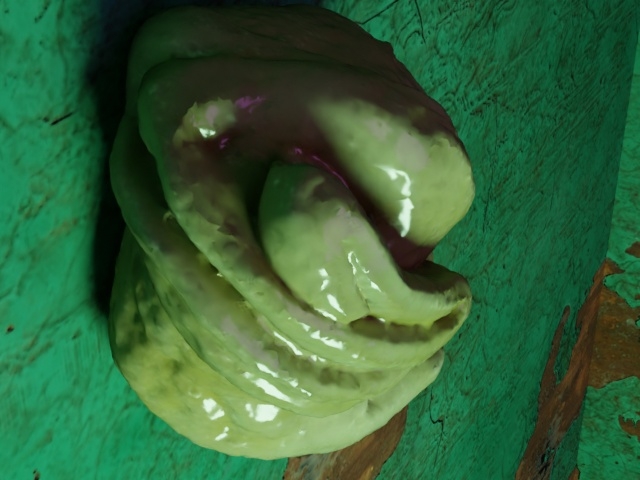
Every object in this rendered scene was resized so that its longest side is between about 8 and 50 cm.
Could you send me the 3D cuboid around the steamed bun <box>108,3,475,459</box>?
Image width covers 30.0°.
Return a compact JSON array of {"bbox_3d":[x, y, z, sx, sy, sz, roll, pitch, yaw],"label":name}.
[{"bbox_3d":[-0.002,0.000,0.882,0.325,0.230,0.372,-49,143,-45],"label":"steamed bun"}]
